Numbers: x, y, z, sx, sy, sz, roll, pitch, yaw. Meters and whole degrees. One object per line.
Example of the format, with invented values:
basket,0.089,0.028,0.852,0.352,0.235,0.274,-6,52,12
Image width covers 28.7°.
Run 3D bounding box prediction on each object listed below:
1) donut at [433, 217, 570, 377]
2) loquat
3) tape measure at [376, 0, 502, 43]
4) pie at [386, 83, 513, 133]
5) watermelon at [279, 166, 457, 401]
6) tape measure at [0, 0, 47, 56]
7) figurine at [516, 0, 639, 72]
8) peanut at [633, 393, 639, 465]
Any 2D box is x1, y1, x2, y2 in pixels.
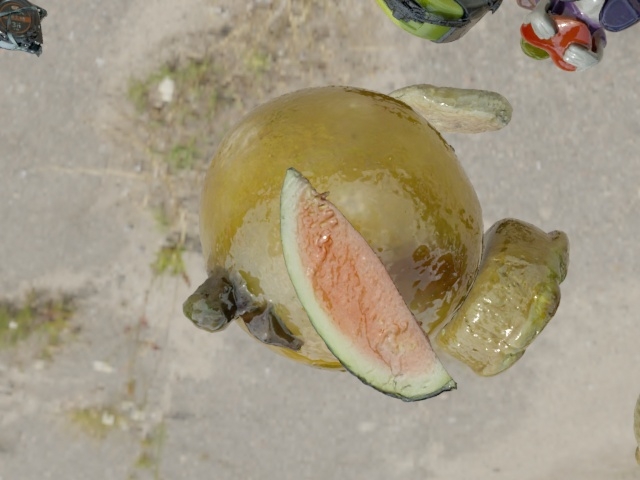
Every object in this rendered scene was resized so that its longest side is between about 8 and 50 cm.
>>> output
donut,0.262,0.086,1.849,0.128,0.209,0.261,27,139,-5
loquat,0.000,0.000,1.386,0.359,0.328,0.328,-33,149,-25
tape measure,0.148,-0.355,1.688,0.186,0.199,0.112,53,146,5
pie,0.195,-0.211,2.017,0.218,0.052,0.185,1,173,44
watermelon,0.038,0.048,1.092,0.063,0.245,0.119,-22,155,-29
tape measure,-0.471,-0.336,1.932,0.094,0.091,0.054,14,156,-27
figurine,0.408,-0.373,1.979,0.154,0.193,0.421,35,168,-5
peanut,0.602,0.248,2.062,0.136,0.298,0.120,26,-173,40
